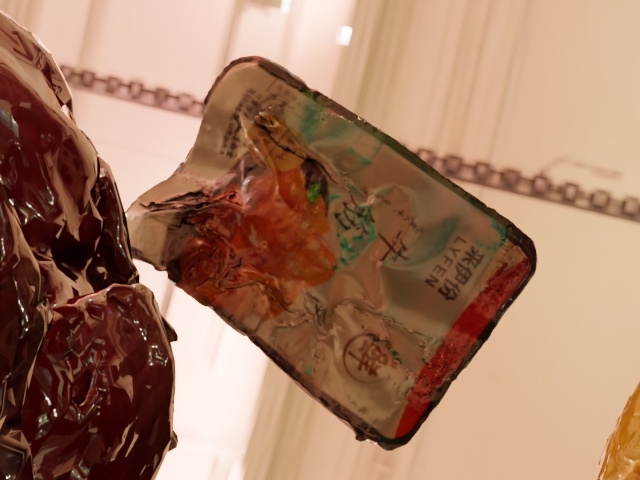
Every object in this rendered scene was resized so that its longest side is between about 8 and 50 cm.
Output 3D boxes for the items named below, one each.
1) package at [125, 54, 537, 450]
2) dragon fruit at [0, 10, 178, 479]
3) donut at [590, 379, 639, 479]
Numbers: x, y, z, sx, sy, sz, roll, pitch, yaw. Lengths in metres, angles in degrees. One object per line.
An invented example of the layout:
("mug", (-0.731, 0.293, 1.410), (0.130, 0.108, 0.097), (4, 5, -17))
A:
("package", (0.000, 0.000, 1.048), (0.166, 0.232, 0.040), (-51, -10, -15))
("dragon fruit", (-0.202, 0.022, 0.404), (0.329, 0.329, 0.329), (-44, -38, -50))
("donut", (0.316, 0.126, 0.638), (0.378, 0.435, 0.163), (-19, -59, -47))
